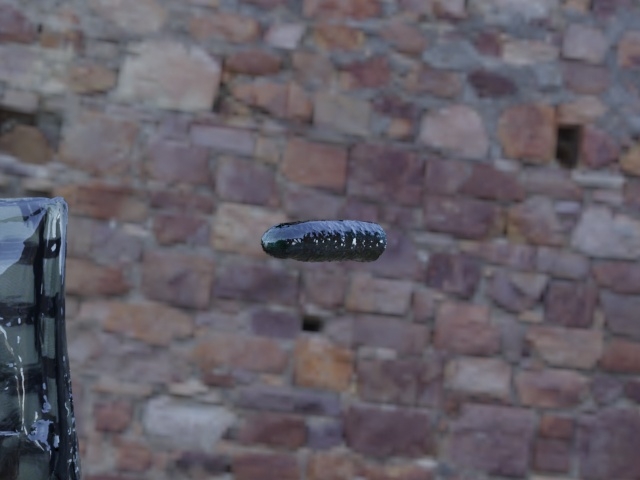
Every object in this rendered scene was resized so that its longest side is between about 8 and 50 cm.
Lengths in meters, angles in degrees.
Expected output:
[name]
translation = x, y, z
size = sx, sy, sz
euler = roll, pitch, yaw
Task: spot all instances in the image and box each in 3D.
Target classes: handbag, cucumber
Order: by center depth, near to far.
[cucumber]
translation = 0.000, 0.000, 1.055
size = 0.032, 0.032, 0.133
euler = 0, -1, 34
[handbag]
translation = -0.409, 0.116, 1.506
size = 0.325, 0.327, 0.162
euler = -2, -12, -31
